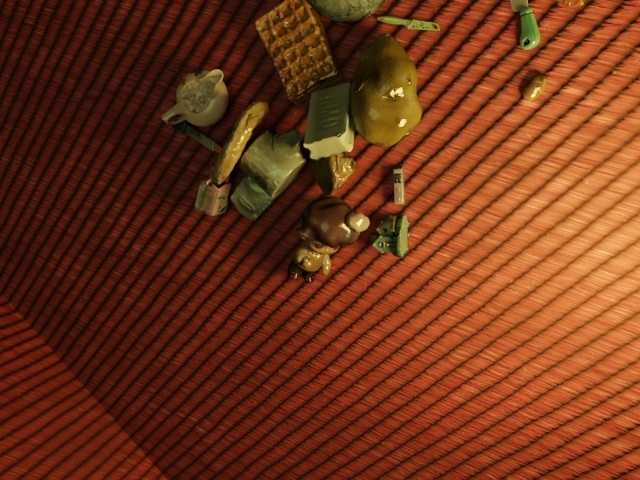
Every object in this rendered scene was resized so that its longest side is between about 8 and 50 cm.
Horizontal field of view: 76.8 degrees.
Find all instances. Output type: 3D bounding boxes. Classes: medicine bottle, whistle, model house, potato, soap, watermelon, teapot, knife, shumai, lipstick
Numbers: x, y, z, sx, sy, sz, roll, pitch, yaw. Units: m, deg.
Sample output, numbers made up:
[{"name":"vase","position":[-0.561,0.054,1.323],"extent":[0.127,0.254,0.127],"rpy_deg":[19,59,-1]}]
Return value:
[{"name":"medicine bottle","position":[-0.412,-0.200,1.589],"extent":[0.095,0.119,0.187],"rpy_deg":[24,109,12]},{"name":"whistle","position":[-0.197,-0.244,1.503],"extent":[0.168,0.188,0.405],"rpy_deg":[43,145,0]},{"name":"model house","position":[0.229,-0.018,1.426],"extent":[0.149,0.119,0.148],"rpy_deg":[0,103,27]},{"name":"potato","position":[0.203,-0.473,1.281],"extent":[0.219,0.202,0.350],"rpy_deg":[-5,91,13]},{"name":"soap","position":[0.033,-0.392,1.325],"extent":[0.150,0.261,0.094],"rpy_deg":[-11,143,25]},{"name":"watermelon","position":[0.092,-0.790,1.226],"extent":[0.322,0.175,0.188],"rpy_deg":[-9,103,8]},{"name":"teapot","position":[-0.456,-0.525,1.513],"extent":[0.298,0.139,0.204],"rpy_deg":[-37,93,17]},{"name":"potato","position":[0.646,-0.461,1.215],"extent":[0.051,0.040,0.083],"rpy_deg":[36,110,13]},{"name":"knife","position":[0.588,-0.691,1.180],"extent":[0.035,0.063,0.260],"rpy_deg":[-17,97,-22]},{"name":"shumai","position":[0.053,-0.263,1.420],"extent":[0.120,0.201,0.201],"rpy_deg":[-13,101,-20]},{"name":"lipstick","position":[-0.484,-0.417,1.601],"extent":[0.312,0.051,0.051],"rpy_deg":[33,109,8]},{"name":"knife","position":[0.280,-0.697,1.298],"extent":[0.207,0.014,0.030],"rpy_deg":[16,105,14]}]

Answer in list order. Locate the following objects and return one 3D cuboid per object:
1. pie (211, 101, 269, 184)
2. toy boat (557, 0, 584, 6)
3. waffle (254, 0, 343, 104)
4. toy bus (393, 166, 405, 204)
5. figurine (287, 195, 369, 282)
[{"name":"pie","position":[-0.289,-0.337,1.403],"extent":[0.075,0.337,0.337],"rpy_deg":[33,112,-13]},{"name":"toy boat","position":[0.637,-0.789,1.117],"extent":[0.317,0.099,0.141],"rpy_deg":[60,153,-2]},{"name":"waffle","position":[-0.072,-0.652,1.387],"extent":[0.213,0.091,0.307],"rpy_deg":[-22,93,22]},{"name":"toy bus","position":[0.272,-0.190,1.398],"extent":[0.037,0.052,0.130],"rpy_deg":[1,103,21]},{"name":"figurine","position":[-0.002,0.014,1.448],"extent":[0.218,0.206,0.364],"rpy_deg":[20,111,-14]}]
